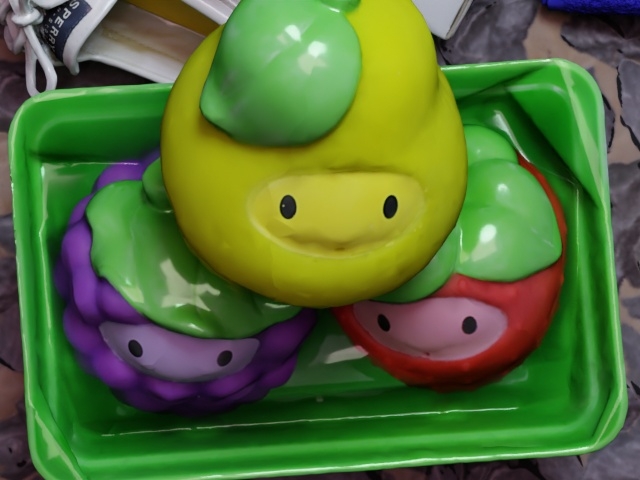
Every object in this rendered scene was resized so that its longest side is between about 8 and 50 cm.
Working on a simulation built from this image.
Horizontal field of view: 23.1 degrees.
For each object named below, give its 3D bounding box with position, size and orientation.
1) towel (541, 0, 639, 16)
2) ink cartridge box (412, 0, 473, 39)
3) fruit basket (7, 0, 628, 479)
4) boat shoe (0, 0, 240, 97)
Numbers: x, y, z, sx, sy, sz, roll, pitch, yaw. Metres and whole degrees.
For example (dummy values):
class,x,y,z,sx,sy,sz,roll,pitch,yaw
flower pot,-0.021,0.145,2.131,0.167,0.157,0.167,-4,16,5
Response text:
class,x,y,z,sx,sy,sz,roll,pitch,yaw
towel,0.316,-0.263,1.097,0.308,0.076,0.227,6,82,15
ink cartridge box,-0.035,-0.286,1.081,0.371,0.069,0.175,29,40,3
fruit basket,0.000,0.000,0.928,0.392,0.392,0.282,-4,88,-4
boat shoe,-0.164,-0.166,1.052,0.367,0.136,0.156,25,53,-5
